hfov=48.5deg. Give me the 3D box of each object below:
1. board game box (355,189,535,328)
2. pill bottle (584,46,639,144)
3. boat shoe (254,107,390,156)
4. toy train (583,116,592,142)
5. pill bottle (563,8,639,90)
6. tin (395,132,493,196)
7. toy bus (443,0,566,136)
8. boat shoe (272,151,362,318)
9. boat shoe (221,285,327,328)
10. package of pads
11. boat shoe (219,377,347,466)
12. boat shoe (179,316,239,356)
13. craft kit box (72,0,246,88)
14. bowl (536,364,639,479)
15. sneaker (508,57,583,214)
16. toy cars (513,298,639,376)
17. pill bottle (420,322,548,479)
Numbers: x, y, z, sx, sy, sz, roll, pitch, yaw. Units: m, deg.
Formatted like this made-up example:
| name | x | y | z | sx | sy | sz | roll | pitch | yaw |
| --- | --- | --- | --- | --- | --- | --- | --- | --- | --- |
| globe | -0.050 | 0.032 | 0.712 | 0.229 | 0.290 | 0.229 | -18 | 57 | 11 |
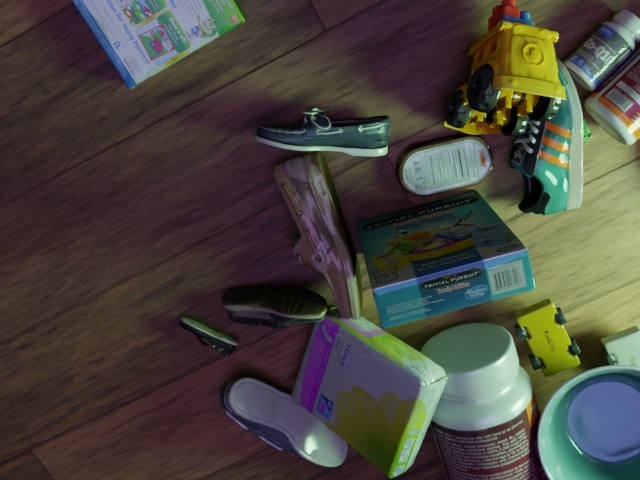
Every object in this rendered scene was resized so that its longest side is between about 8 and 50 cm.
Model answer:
| name | x | y | z | sx | sy | sz | roll | pitch | yaw |
| --- | --- | --- | --- | --- | --- | --- | --- | --- | --- |
| board game box | 0.205 | 0.020 | 1.282 | 0.254 | 0.336 | 0.079 | -15 | 110 | 3 |
| pill bottle | 0.605 | -0.291 | 1.298 | 0.121 | 0.121 | 0.221 | 41 | 104 | -15 |
| boat shoe | 0.006 | -0.205 | 1.322 | 0.255 | 0.095 | 0.079 | 4 | 111 | -5 |
| toy train | 0.500 | -0.228 | 1.373 | 0.024 | 0.017 | 0.083 | -34 | 108 | -1 |
| pill bottle | 0.519 | -0.348 | 1.297 | 0.078 | 0.078 | 0.137 | 40 | 104 | -15 |
| tin | 0.242 | -0.146 | 1.385 | 0.190 | 0.040 | 0.106 | -13 | 114 | 3 |
| toy bus | 0.319 | -0.307 | 1.267 | 0.150 | 0.220 | 0.211 | 4 | 79 | -16 |
| boat shoe | 0.000 | 0.000 | 1.391 | 0.110 | 0.121 | 0.341 | -16 | 100 | 8 |
| boat shoe | -0.090 | 0.141 | 1.444 | 0.224 | 0.080 | 0.073 | 4 | 130 | 17 |
| package of pads | 0.092 | 0.287 | 1.419 | 0.297 | 0.101 | 0.229 | 31 | 113 | 35 |
| boat shoe | -0.081 | 0.398 | 1.556 | 0.319 | 0.116 | 0.099 | 34 | 149 | -20 |
| boat shoe | -0.237 | 0.201 | 1.485 | 0.133 | 0.049 | 0.042 | 29 | 98 | -16 |
| craft kit box | -0.299 | -0.437 | 1.249 | 0.247 | 0.061 | 0.249 | -27 | 109 | 10 |
| bowl | 0.590 | 0.381 | 1.423 | 0.312 | 0.163 | 0.311 | 1 | 96 | 14 |
| sneaker | 0.416 | -0.185 | 1.337 | 0.121 | 0.108 | 0.302 | -13 | 111 | -2 |
| toy cars | 0.564 | 0.218 | 1.505 | 0.394 | 0.087 | 0.176 | 17 | 121 | -12 |
| pill bottle | 0.346 | 0.384 | 1.481 | 0.224 | 0.224 | 0.392 | -17 | 110 | 4 |
